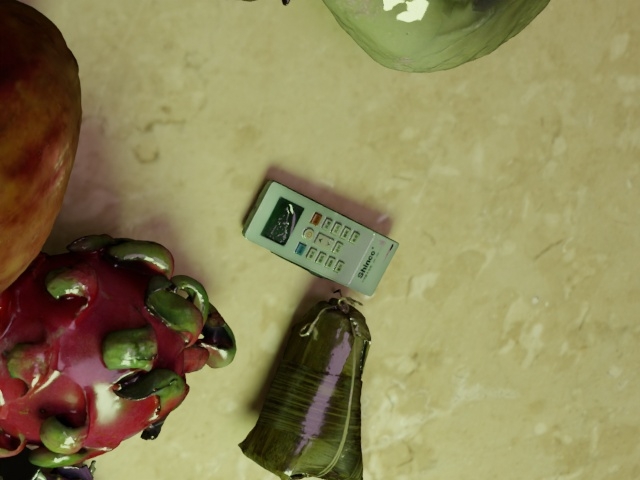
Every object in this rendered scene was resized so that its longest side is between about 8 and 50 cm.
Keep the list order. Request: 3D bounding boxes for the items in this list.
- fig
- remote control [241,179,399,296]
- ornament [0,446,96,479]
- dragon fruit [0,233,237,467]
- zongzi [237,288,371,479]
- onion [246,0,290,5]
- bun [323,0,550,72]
[{"bbox_3d":[-0.286,-0.074,1.090,0.224,0.224,0.263,35,65,-37],"label":"fig"},{"bbox_3d":[0.000,0.000,1.415,0.166,0.029,0.065,26,95,-32],"label":"remote control"},{"bbox_3d":[-0.218,0.248,1.337,0.203,0.081,0.088,35,88,-37],"label":"ornament"},{"bbox_3d":[-0.195,0.087,1.236,0.198,0.273,0.218,31,97,7],"label":"dragon fruit"},{"bbox_3d":[0.024,0.152,1.467,0.184,0.084,0.187,24,90,-51],"label":"zongzi"},{"bbox_3d":[-0.068,-0.365,1.053,0.347,0.347,0.385,5,92,-34],"label":"onion"},{"bbox_3d":[0.116,-0.270,1.302,0.273,0.168,0.273,-15,115,-36],"label":"bun"}]
